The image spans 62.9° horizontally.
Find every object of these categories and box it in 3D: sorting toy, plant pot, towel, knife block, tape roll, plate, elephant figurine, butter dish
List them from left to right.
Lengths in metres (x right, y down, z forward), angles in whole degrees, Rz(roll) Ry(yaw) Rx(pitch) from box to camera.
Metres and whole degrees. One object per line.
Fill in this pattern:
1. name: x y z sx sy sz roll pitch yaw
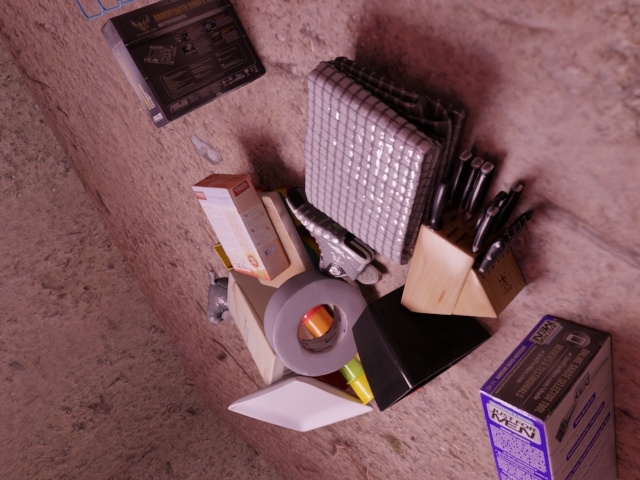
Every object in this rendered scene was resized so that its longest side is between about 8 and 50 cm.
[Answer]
1. plant pot: -0.238 0.025 1.481 0.081 0.083 0.081 -12 111 59
2. elephant figurine: -0.230 0.211 1.640 0.239 0.186 0.169 21 96 29
3. sorting toy: -0.099 -0.011 1.232 0.257 0.089 0.255 5 126 53
4. plate: -0.049 0.422 1.363 0.278 0.045 0.277 31 133 -34
5. tape roll: -0.007 0.176 1.124 0.072 0.219 0.219 31 148 63
6. butter dish: 0.011 0.372 1.429 0.160 0.118 0.160 34 160 -20
7. towel: 0.086 -0.124 0.812 0.235 0.121 0.284 39 150 27
8. plant pot: 0.165 0.185 0.983 0.167 0.188 0.187 55 154 20
9. knife block: 0.197 -0.004 0.809 0.275 0.088 0.242 -7 115 58

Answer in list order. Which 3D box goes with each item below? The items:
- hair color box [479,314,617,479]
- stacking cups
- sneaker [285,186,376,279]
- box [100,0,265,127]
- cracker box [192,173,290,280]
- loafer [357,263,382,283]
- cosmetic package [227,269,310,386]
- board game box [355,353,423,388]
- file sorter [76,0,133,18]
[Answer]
1. hair color box: 0.363 0.308 0.809 0.110 0.185 0.339 19 136 47
2. stacking cups: 0.039 0.268 1.341 0.316 0.096 0.096 48 151 13
3. sneaker: 0.000 0.000 1.080 0.228 0.086 0.132 42 137 18
4. box: -0.234 -0.331 0.927 0.056 0.231 0.183 -4 119 53
5. cracker box: -0.174 -0.032 1.155 0.155 0.067 0.232 11 132 50
6. loafer: 0.088 0.065 1.104 0.125 0.039 0.045 9 92 49
7. cosmetic package: -0.147 0.227 1.427 0.309 0.113 0.160 52 145 39
8. board game box: 0.153 0.276 1.224 0.193 0.045 0.147 46 149 12
9. file sorter: -0.402 -0.522 1.030 0.118 0.170 0.104 18 140 46
